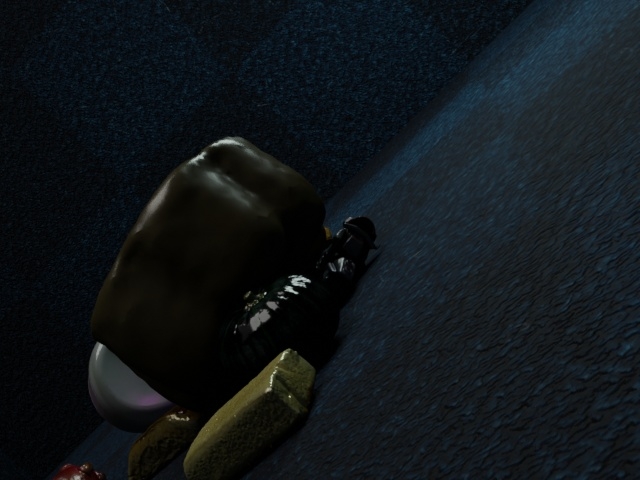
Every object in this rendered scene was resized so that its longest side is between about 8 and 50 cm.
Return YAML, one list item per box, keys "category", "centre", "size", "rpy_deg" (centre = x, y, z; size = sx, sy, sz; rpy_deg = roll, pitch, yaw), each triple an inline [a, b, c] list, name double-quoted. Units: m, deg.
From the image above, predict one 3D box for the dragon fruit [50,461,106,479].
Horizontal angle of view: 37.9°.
- category: "dragon fruit"
  centre: [-0.510, 0.529, 1.918]
  size: [0.136, 0.133, 0.166]
  rpy_deg: [-53, 13, 20]

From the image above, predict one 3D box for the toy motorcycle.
- category: "toy motorcycle"
  centre: [0.049, 0.031, 1.674]
  size: [0.122, 0.082, 0.213]
  rpy_deg: [-54, 9, 28]

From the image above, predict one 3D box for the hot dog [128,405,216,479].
- category: "hot dog"
  centre: [-0.291, 0.370, 1.742]
  size: [0.242, 0.073, 0.084]
  rpy_deg: [-42, 1, 29]

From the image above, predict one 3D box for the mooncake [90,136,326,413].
- category: "mooncake"
  centre: [-0.180, 0.061, 1.653]
  size: [0.467, 0.262, 0.467]
  rpy_deg: [-55, -12, -18]

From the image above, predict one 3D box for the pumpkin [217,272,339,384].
- category: "pumpkin"
  centre: [-0.064, 0.130, 1.385]
  size: [0.202, 0.140, 0.202]
  rpy_deg: [-36, 9, 7]

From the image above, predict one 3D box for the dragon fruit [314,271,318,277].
- category: "dragon fruit"
  centre: [-0.134, 0.010, 2.125]
  size: [0.295, 0.295, 0.302]
  rpy_deg: [-42, 32, 30]

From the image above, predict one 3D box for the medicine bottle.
- category: "medicine bottle"
  centre: [-0.411, 0.321, 2.143]
  size: [0.241, 0.241, 0.302]
  rpy_deg: [-48, -4, -25]

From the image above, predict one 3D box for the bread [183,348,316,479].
- category: "bread"
  centre: [-0.089, 0.234, 1.205]
  size: [0.188, 0.068, 0.125]
  rpy_deg: [-44, 5, 23]

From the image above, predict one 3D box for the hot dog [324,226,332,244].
- category: "hot dog"
  centre: [0.000, 0.000, 2.502]
  size: [0.071, 0.045, 0.165]
  rpy_deg: [-43, 4, 5]
